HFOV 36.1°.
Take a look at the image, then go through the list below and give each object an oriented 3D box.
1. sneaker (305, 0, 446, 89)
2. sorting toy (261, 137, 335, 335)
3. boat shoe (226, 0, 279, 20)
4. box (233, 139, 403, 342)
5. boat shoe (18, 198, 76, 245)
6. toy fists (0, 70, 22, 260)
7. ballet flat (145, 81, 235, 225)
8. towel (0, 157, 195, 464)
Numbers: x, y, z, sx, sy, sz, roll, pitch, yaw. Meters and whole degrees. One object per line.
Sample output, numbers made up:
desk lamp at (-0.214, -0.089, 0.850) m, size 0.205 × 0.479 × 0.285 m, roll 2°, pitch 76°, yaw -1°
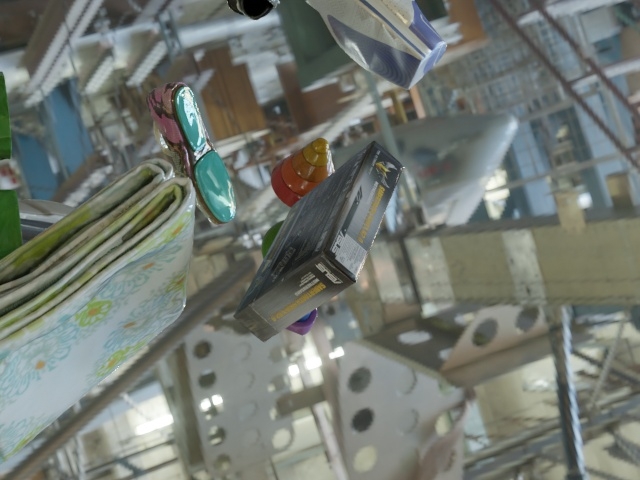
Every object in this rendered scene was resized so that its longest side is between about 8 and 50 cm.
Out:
sneaker at (0.048, -0.349, 1.173) m, size 0.182 × 0.315 × 0.127 m, roll -48°, pitch 179°, yaw -15°
sorting toy at (-0.020, -0.030, 1.601) m, size 0.127 × 0.365 × 0.126 m, roll 12°, pitch 144°, yaw -10°
boat shoe at (-0.099, -0.352, 1.392) m, size 0.084 × 0.079 × 0.233 m, roll 19°, pitch 175°, yaw -16°
box at (0.000, 0.000, 1.231) m, size 0.183 × 0.056 × 0.231 m, roll -37°, pitch -161°, yaw 40°
boat shoe at (-0.470, -0.014, 1.364) m, size 0.112 × 0.095 × 0.335 m, roll 25°, pitch -169°, yaw 39°
toy fists at (-0.420, -0.067, 1.105) m, size 0.142 × 0.279 × 0.096 m, roll -4°, pitch 162°, yaw -22°
ballet flat at (-0.191, -0.123, 1.420) m, size 0.079 × 0.221 × 0.077 m, roll -3°, pitch -151°, yaw 35°
towel at (-0.276, 0.095, 1.074) m, size 0.320 × 0.090 × 0.374 m, roll -37°, pitch 166°, yaw -25°
